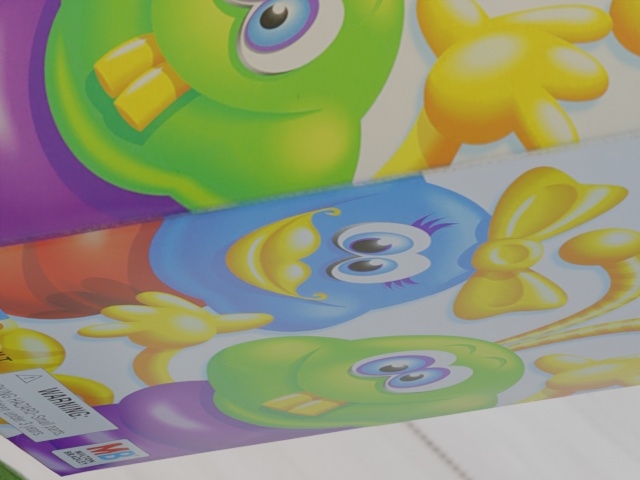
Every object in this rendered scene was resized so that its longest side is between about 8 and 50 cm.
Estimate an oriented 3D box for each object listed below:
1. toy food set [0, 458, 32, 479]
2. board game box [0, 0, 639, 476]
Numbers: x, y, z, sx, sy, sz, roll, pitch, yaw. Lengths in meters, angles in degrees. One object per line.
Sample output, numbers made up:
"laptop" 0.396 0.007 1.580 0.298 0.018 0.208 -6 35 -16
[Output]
"toy food set" -0.141 0.091 0.525 0.218 0.071 0.128 26 60 -9
"board game box" 0.043 -0.050 0.444 0.275 0.144 0.142 -10 66 13
